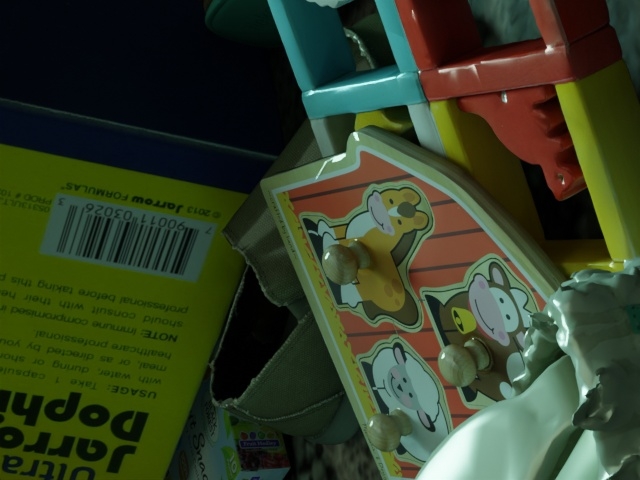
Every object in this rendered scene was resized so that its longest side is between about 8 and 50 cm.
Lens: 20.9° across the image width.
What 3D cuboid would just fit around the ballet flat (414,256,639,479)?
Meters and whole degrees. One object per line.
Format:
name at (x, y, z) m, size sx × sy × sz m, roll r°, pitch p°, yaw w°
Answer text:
ballet flat at (0.068, 0.152, 0.696) m, size 0.147 × 0.147 × 0.409 m, roll -115°, pitch 35°, yaw -42°

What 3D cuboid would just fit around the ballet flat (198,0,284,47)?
ballet flat at (0.004, -0.172, 0.892) m, size 0.280 × 0.095 × 0.096 m, roll -7°, pitch 68°, yaw 64°

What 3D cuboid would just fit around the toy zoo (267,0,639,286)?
toy zoo at (0.052, -0.074, 0.741) m, size 0.192 × 0.030 × 0.293 m, roll -3°, pitch 110°, yaw 57°

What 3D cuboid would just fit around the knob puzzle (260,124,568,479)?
knob puzzle at (0.048, 0.042, 0.775) m, size 0.213 × 0.030 × 0.213 m, roll 36°, pitch 140°, yaw 38°

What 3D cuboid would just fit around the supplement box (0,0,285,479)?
supplement box at (-0.172, 0.020, 1.072) m, size 0.194 × 0.195 × 0.356 m, roll -101°, pitch 27°, yaw -53°

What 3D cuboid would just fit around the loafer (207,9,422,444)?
loafer at (0.000, 0.000, 0.892) m, size 0.094 × 0.087 × 0.251 m, roll -129°, pitch 46°, yaw -53°

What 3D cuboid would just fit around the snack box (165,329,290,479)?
snack box at (-0.067, 0.135, 1.086) m, size 0.141 × 0.037 × 0.100 m, roll 120°, pitch 141°, yaw -46°
